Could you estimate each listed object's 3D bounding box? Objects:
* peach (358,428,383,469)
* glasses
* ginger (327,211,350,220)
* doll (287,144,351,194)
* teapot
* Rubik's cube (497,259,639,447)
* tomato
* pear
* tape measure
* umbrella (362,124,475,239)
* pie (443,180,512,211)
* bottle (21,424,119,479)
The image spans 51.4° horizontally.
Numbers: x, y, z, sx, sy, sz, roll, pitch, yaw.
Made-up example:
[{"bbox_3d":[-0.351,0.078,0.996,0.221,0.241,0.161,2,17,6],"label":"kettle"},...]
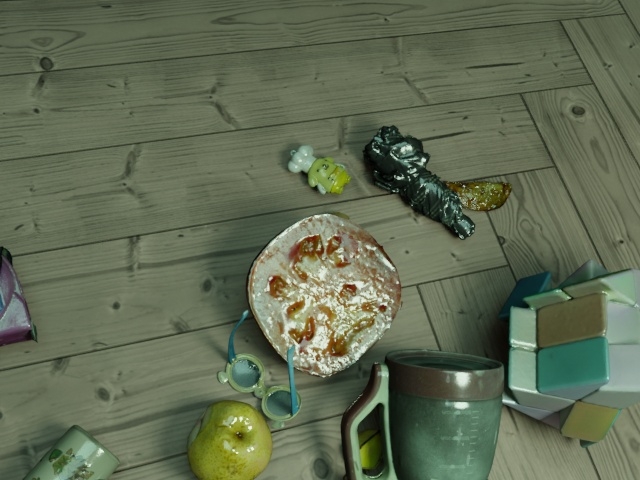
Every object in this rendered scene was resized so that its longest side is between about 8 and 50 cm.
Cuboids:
[{"bbox_3d":[0.092,0.423,1.364,0.077,0.050,0.083,26,72,-28],"label":"peach"},{"bbox_3d":[-0.101,0.242,1.338,0.190,0.220,0.088,35,39,23],"label":"glasses"},{"bbox_3d":[-0.001,-0.002,1.551,0.190,0.069,0.095,-27,76,-22],"label":"ginger"},{"bbox_3d":[-0.006,-0.175,1.641,0.163,0.062,0.106,31,58,7],"label":"doll"},{"bbox_3d":[0.194,0.382,1.300,0.315,0.233,0.312,3,88,-8],"label":"teapot"},{"bbox_3d":[0.554,0.218,1.368,0.368,0.387,0.358,11,60,-3],"label":"Rubik's cube"},{"bbox_3d":[-0.005,0.112,1.436,0.339,0.144,0.338,3,81,-16],"label":"tomato"},{"bbox_3d":[-0.173,0.387,1.271,0.178,0.178,0.177,4,63,-8],"label":"pear"},{"bbox_3d":[-0.706,0.130,1.319,0.232,0.149,0.245,-15,75,-20],"label":"tape measure"},{"bbox_3d":[0.256,-0.147,1.649,0.337,0.128,0.154,35,78,1],"label":"umbrella"},{"bbox_3d":[0.413,-0.116,1.706,0.191,0.033,0.088,0,68,-10],"label":"pie"},{"bbox_3d":[-0.491,0.468,1.201,0.120,0.120,0.253,36,65,8],"label":"bottle"}]
